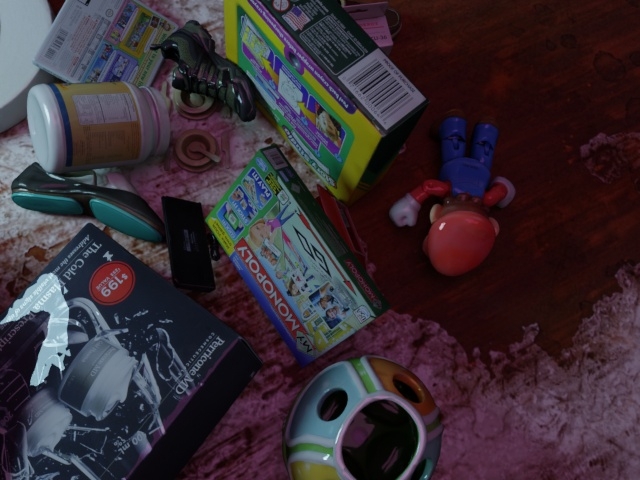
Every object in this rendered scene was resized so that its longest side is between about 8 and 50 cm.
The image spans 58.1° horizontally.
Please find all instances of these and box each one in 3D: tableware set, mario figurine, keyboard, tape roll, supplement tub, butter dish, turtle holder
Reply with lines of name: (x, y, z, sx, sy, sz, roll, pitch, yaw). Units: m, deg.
tableware set: (-0.235, -0.224, 1.085, 0.128, 0.039, 0.194, -3, 75, -7)
mario figurine: (0.249, -0.077, 1.083, 0.198, 0.170, 0.320, -3, 59, 30)
keyboard: (-0.221, 0.007, 1.004, 0.108, 0.023, 0.180, 11, 53, -41)
tape roll: (-0.680, -0.363, 1.055, 0.392, 0.072, 0.392, 2, 75, -6)
supplement tub: (-0.374, -0.195, 0.981, 0.200, 0.144, 0.144, -14, 76, -36)
butter dish: (0.000, 0.000, 1.012, 0.118, 0.160, 0.160, -23, 78, 12)
turtle holder: (0.040, 0.317, 0.875, 0.320, 0.227, 0.243, -26, 80, -13)

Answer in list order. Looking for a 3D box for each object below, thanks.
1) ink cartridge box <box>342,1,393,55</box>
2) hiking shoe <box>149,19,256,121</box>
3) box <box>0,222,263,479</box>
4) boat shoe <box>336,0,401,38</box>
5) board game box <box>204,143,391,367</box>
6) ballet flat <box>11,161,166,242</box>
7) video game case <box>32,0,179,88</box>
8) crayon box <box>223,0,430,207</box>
ink cartridge box: (0.061, -0.350, 1.070, 0.115, 0.198, 0.067, -11, 77, -9)
hiking shoe: (-0.212, -0.292, 1.063, 0.114, 0.086, 0.227, -37, 80, -17)
box: (-0.319, 0.209, 0.854, 0.312, 0.179, 0.343, 33, 73, 17)
boat shoe: (0.044, -0.436, 1.144, 0.257, 0.095, 0.095, -10, 77, -9)
board game box: (-0.050, 0.033, 0.955, 0.046, 0.213, 0.317, -25, 77, -47)
ballet flat: (-0.392, -0.080, 1.004, 0.280, 0.095, 0.096, 16, 62, -2)
video game case: (-0.393, -0.367, 1.077, 0.193, 0.023, 0.212, 27, 72, -23)
crayon box: (-0.013, -0.263, 0.978, 0.106, 0.313, 0.363, -39, 83, -15)
